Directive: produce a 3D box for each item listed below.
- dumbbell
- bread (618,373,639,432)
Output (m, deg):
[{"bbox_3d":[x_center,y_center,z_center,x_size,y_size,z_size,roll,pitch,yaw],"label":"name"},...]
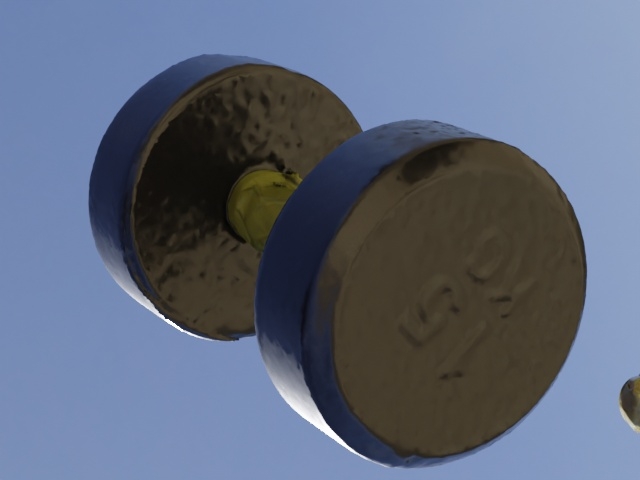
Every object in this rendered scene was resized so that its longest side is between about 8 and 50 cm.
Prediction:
[{"bbox_3d":[0.000,0.000,1.031,0.204,0.204,0.322,45,170,-34],"label":"dumbbell"},{"bbox_3d":[0.161,0.066,0.622,0.049,0.088,0.034,-110,14,-64],"label":"bread"}]
